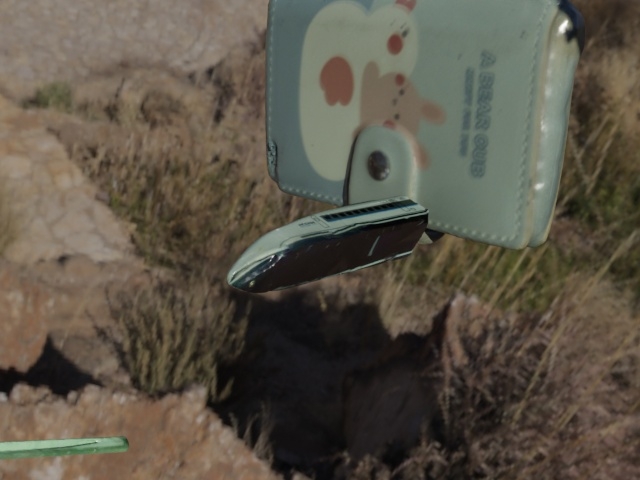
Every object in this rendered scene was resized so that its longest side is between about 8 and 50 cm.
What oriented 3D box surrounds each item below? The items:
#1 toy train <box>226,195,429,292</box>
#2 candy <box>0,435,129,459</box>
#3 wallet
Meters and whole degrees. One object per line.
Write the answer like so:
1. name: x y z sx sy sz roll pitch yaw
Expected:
1. toy train: 0.000 0.000 0.934 0.048 0.055 0.252 42 32 27
2. candy: -0.145 0.083 0.431 0.061 0.061 0.202 51 19 27
3. wallet: 0.088 -0.126 1.076 0.360 0.252 0.083 16 20 41
